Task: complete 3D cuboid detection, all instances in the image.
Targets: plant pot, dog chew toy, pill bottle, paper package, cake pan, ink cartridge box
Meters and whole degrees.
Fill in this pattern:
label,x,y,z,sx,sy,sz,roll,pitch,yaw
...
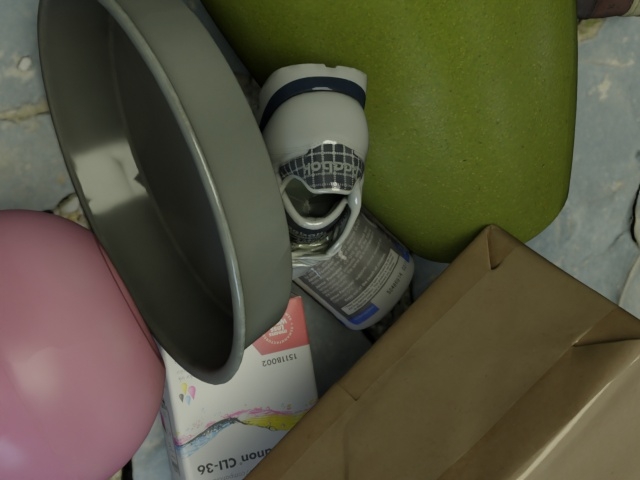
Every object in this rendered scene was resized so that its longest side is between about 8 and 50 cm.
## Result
label,x,y,z,sx,sy,sz,roll,pitch,yaw
plant pot,0.074,-0.137,1.089,0.275,0.275,0.293,-32,122,-12
dog chew toy,-0.277,0.118,1.023,0.332,0.206,0.207,-28,105,-5
pill bottle,0.000,0.000,1.156,0.137,0.078,0.078,41,83,-19
paper package,0.137,0.205,1.114,0.309,0.168,0.325,-46,139,-8
cake pan,-0.104,-0.047,1.005,0.054,0.293,0.293,-23,104,-22
ink cartridge box,-0.060,0.145,1.160,0.115,0.067,0.198,-13,101,-16

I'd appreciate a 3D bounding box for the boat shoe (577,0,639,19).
label,x,y,z,sx,sy,sz,roll,pitch,yaw
boat shoe,0.213,-0.313,1.176,0.092,0.103,0.285,-14,107,-21

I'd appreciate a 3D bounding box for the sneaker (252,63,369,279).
label,x,y,z,sx,sy,sz,roll,pitch,yaw
sneaker,-0.019,-0.020,1.004,0.090,0.235,0.095,-4,63,-10
